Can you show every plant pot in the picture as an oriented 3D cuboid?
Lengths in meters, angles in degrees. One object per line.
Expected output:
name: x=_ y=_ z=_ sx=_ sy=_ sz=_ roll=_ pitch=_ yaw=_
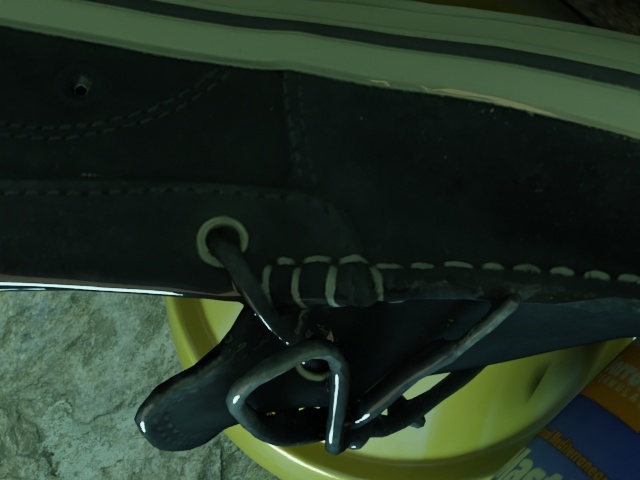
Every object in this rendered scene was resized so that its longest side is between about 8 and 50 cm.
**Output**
plant pot: x=0.048 y=-0.010 z=0.746 sx=0.254 sy=0.254 sz=0.239 roll=40 pitch=164 yaw=8

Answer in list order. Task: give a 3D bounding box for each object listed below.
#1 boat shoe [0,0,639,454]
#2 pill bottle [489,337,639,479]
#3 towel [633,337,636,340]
boat shoe: x=0.000 y=0.000 z=0.517 sx=0.500 sy=0.156 sz=0.187 roll=11 pitch=176 yaw=8
pill bottle: x=0.162 y=0.131 z=0.693 sx=0.152 sy=0.272 sz=0.152 roll=46 pitch=176 yaw=5
towel: x=0.227 y=0.057 z=1.087 sx=0.197 sy=0.029 sz=0.144 roll=12 pitch=168 yaw=33
